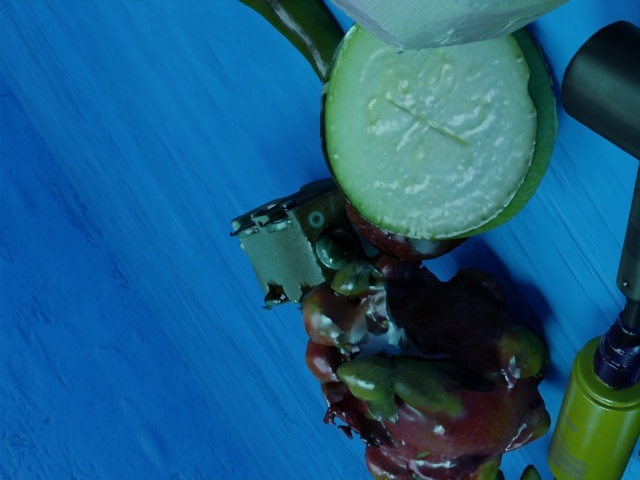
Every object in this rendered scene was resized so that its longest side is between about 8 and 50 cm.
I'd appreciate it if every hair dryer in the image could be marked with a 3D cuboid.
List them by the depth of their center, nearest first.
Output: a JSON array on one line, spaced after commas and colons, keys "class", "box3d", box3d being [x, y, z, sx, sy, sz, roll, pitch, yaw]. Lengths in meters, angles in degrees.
[{"class": "hair dryer", "box3d": [0.260, -0.010, 0.882, 0.195, 0.078, 0.248, 43, 151, 36]}]

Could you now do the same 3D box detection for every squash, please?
[{"class": "squash", "box3d": [0.094, -0.107, 1.044, 0.219, 0.041, 0.219, 6, 99, 37]}]

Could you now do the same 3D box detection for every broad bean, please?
[{"class": "broad bean", "box3d": [-0.048, -0.256, 1.298, 0.325, 0.067, 0.075, 52, 144, 7]}]

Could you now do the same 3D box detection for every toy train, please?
[{"class": "toy train", "box3d": [0.000, 0.000, 1.441, 0.129, 0.159, 0.326, 63, 164, -6]}]

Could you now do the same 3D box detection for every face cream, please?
[{"class": "face cream", "box3d": [0.263, 0.143, 1.129, 0.078, 0.078, 0.273, 47, 158, 29]}]

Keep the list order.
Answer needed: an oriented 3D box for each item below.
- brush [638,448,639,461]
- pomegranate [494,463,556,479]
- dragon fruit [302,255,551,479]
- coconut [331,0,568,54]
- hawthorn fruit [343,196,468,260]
[{"class": "brush", "box3d": [0.370, 0.332, 1.172, 0.051, 0.070, 0.323, 3, 122, 63]}, {"class": "pomegranate", "box3d": [0.282, 0.417, 1.342, 0.310, 0.216, 0.359, 147, 121, -71]}, {"class": "dragon fruit", "box3d": [0.096, 0.131, 1.241, 0.307, 0.228, 0.243, 19, 157, -19]}, {"class": "coconut", "box3d": [0.080, -0.231, 0.791, 0.227, 0.227, 0.230, 60, 154, -6]}, {"class": "hawthorn fruit", "box3d": [0.090, -0.051, 1.175, 0.148, 0.148, 0.172, 56, 176, 6]}]
